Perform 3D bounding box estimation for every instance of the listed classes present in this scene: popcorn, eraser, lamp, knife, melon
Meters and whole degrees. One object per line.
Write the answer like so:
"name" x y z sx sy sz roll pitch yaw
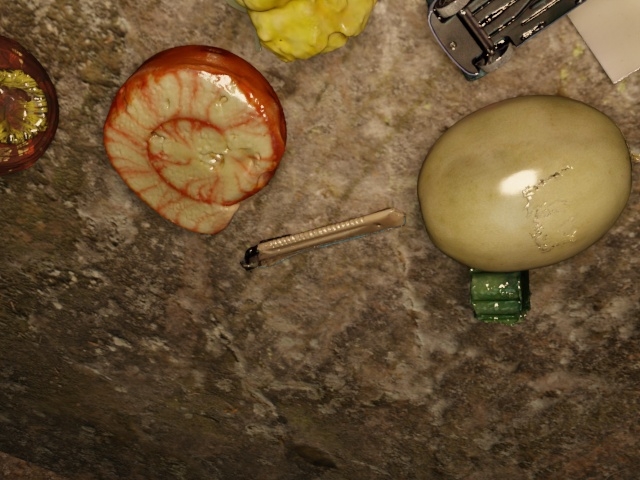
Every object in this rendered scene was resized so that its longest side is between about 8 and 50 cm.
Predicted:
"popcorn" -0.019 -0.366 0.801 0.194 0.255 0.256 18 107 24
"eraser" 0.436 -0.314 0.873 0.103 0.023 0.150 -32 117 32
"lamp" -0.560 -0.228 1.015 0.246 0.247 0.247 6 130 7
"knife" -0.001 -0.006 1.213 0.365 0.043 0.089 -17 157 21
"melon" 0.316 -0.085 0.931 0.330 0.269 0.269 -14 126 12

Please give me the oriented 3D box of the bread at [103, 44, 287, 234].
"bread" -0.220 -0.180 1.062 0.295 0.114 0.327 36 128 -17

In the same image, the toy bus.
"toy bus" 0.284 -0.358 0.797 0.292 0.133 0.125 -32 123 29

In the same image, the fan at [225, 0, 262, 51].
"fan" -0.108 -0.379 0.941 0.113 0.005 0.175 2 128 10

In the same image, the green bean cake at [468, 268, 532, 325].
"green bean cake" 0.332 0.086 1.111 0.107 0.208 0.194 -5 126 19

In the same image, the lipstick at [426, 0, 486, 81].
"lipstick" 0.177 -0.343 0.889 0.053 0.053 0.234 -29 115 30
